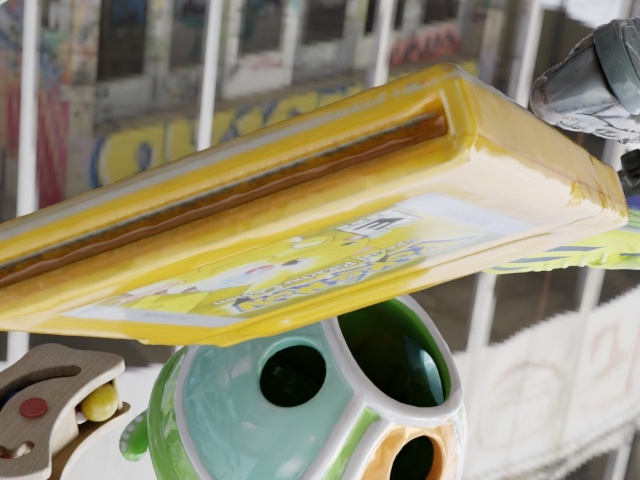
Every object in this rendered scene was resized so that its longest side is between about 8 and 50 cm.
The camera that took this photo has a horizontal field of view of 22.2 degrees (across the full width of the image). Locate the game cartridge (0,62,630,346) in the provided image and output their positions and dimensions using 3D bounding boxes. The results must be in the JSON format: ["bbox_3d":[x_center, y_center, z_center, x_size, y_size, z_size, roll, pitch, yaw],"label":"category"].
[{"bbox_3d":[0.000,0.000,0.897,0.285,0.052,0.324,-18,166,21],"label":"game cartridge"}]

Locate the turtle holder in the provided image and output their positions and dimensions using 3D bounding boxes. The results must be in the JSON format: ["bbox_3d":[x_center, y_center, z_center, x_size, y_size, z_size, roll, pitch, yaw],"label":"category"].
[{"bbox_3d":[-0.004,0.125,1.320,0.243,0.227,0.320,23,-141,-21],"label":"turtle holder"}]

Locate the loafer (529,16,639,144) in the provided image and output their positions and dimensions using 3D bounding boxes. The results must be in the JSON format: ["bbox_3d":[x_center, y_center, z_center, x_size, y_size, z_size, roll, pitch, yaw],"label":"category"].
[{"bbox_3d":[0.228,-0.120,1.271,0.084,0.096,0.267,-23,171,20],"label":"loafer"}]

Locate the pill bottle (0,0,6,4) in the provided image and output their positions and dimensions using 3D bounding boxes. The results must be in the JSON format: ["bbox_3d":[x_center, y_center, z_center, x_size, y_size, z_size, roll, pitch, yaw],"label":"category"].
[{"bbox_3d":[-0.246,-0.361,1.434,0.361,0.204,0.204,-26,-177,38],"label":"pill bottle"}]

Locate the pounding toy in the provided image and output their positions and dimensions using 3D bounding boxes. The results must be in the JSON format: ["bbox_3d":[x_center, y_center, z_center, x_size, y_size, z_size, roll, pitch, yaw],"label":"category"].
[{"bbox_3d":[-0.300,0.180,1.616,0.154,0.155,0.269,21,-139,33],"label":"pounding toy"}]

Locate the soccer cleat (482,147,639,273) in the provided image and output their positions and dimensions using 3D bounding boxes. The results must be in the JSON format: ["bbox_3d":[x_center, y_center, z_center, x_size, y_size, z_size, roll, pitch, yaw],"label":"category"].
[{"bbox_3d":[0.271,-0.004,1.624,0.289,0.121,0.093,-23,-161,40],"label":"soccer cleat"}]
